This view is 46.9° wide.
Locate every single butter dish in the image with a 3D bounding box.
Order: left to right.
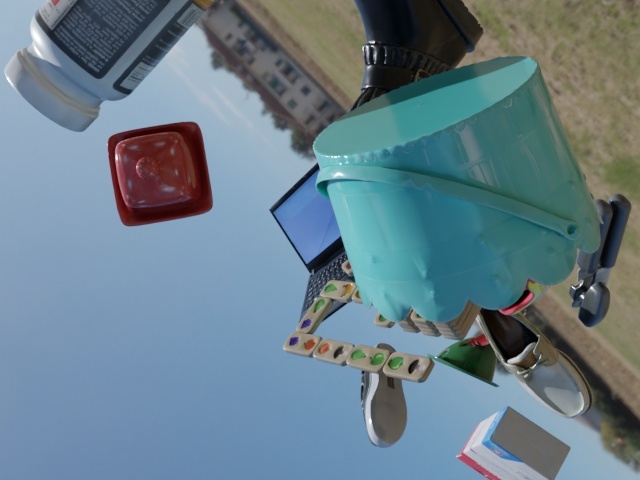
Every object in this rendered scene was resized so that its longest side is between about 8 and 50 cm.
[{"bbox_3d":[-0.265,-0.111,1.182,0.118,0.160,0.159,153,107,-89],"label":"butter dish"}]

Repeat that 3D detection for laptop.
[{"bbox_3d":[0.000,0.000,1.323,0.137,0.234,0.264,34,-140,-19],"label":"laptop"}]

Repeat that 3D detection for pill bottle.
[{"bbox_3d":[-0.282,-0.290,0.990,0.162,0.278,0.162,44,-169,-10],"label":"pill bottle"}]

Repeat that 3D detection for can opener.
[{"bbox_3d":[0.524,0.040,1.367,0.093,0.074,0.280,-119,17,-48],"label":"can opener"}]

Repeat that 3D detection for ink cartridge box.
[{"bbox_3d":[0.357,0.403,1.399,0.134,0.078,0.231,33,157,8],"label":"ink cartridge box"}]

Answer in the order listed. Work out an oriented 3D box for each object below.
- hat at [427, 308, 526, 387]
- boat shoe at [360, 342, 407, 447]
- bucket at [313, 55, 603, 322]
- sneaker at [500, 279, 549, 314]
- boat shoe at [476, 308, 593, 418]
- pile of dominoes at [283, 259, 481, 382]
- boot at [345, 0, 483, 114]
[{"bbox_3d":[0.377,0.228,1.723,0.209,0.183,0.173,21,175,37],"label":"hat"},{"bbox_3d":[0.066,0.176,0.823,0.049,0.040,0.142,29,-146,-15],"label":"boat shoe"},{"bbox_3d":[0.133,-0.060,0.773,0.281,0.281,0.183,-114,0,-71],"label":"bucket"},{"bbox_3d":[0.305,0.031,1.066,0.081,0.094,0.208,30,136,29],"label":"sneaker"},{"bbox_3d":[0.407,0.230,1.454,0.302,0.113,0.103,48,-163,17],"label":"boat shoe"},{"bbox_3d":[0.077,0.062,0.874,0.251,0.196,0.040,3,140,48],"label":"pile of dominoes"},{"bbox_3d":[0.086,-0.277,1.091,0.348,0.260,0.131,29,-177,-41],"label":"boot"}]
